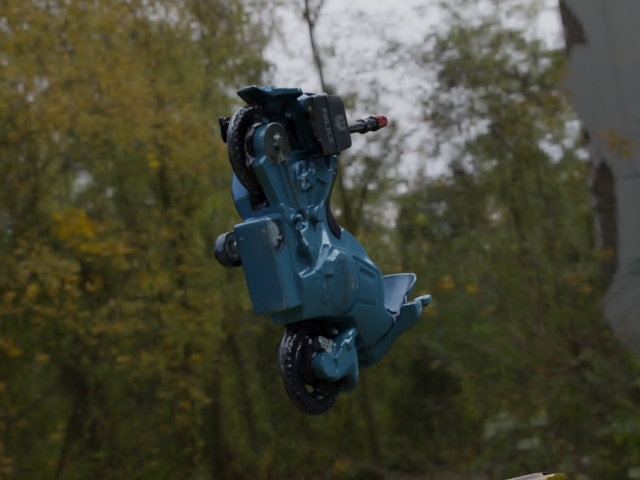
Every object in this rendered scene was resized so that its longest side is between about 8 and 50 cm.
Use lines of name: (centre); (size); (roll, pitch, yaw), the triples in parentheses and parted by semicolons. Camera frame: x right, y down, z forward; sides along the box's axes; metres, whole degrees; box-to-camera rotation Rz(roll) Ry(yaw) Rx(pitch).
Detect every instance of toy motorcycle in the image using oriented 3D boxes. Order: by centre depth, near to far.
toy motorcycle: (0.000, 0.000, 1.112); (0.124, 0.272, 0.182); (-12, 3, 36)

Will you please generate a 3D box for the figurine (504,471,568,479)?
figurine: (0.215, 0.283, 1.180); (0.098, 0.154, 0.082); (-15, -19, -8)
